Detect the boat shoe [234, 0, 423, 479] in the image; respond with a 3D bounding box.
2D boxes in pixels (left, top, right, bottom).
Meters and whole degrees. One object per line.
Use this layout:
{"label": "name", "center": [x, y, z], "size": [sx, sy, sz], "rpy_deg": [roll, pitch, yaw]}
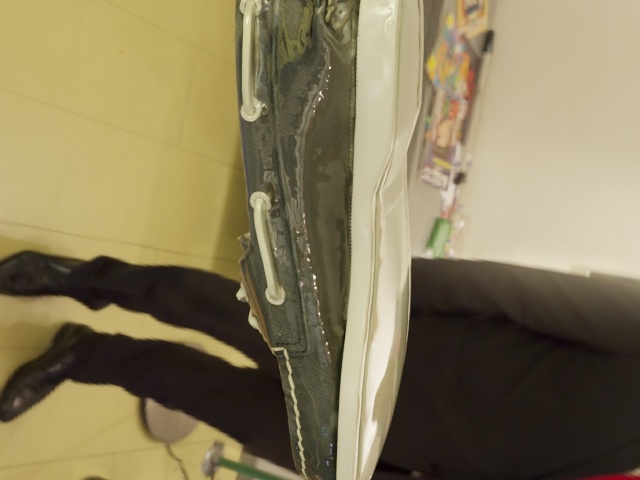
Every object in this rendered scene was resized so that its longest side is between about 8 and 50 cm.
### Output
{"label": "boat shoe", "center": [0.000, 0.000, 0.494], "size": [0.114, 0.091, 0.302], "rpy_deg": [-37, 132, -69]}
